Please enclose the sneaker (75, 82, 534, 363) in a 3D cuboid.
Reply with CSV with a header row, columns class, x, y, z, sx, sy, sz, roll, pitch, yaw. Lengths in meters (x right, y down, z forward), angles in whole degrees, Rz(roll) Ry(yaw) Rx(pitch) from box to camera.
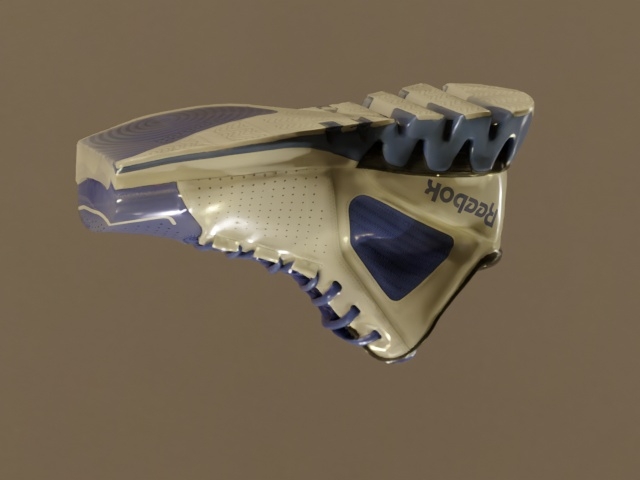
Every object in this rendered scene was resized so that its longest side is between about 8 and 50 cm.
class,x,y,z,sx,sy,sz,roll,pitch,yaw
sneaker,0.001,0.000,1.207,0.315,0.127,0.182,-7,-75,-18
